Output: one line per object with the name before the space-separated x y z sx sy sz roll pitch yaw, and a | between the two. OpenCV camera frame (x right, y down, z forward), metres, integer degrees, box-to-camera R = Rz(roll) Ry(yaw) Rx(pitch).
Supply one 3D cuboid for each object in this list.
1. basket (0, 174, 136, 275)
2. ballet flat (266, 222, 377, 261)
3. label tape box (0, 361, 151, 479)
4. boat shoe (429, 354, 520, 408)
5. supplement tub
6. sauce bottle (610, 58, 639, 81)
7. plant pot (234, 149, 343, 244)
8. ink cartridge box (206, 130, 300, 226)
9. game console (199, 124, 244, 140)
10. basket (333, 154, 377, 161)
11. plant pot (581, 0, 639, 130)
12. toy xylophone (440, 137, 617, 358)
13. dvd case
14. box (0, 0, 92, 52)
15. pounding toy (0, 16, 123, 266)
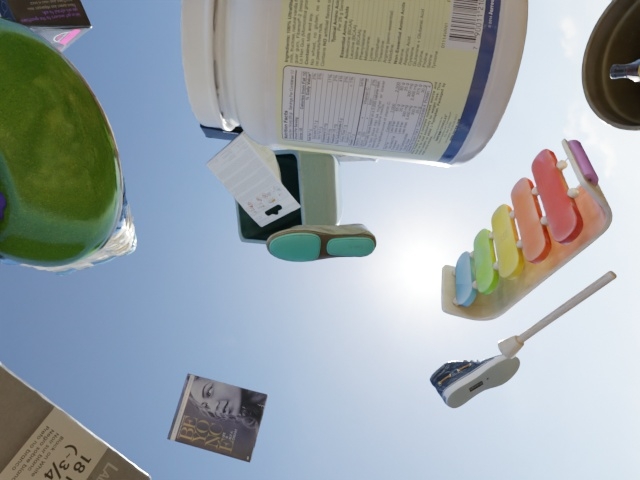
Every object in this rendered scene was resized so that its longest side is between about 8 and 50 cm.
basket | -0.382 -0.082 0.617 0.201 0.289 0.255 -18 -113 -16
ballet flat | 0.000 0.000 0.834 0.213 0.068 0.072 0 -59 -16
label tape box | -0.316 0.258 0.470 0.334 0.240 0.106 59 -142 -29
boat shoe | 0.324 0.276 0.941 0.183 0.083 0.065 -25 -66 -7
supplement tub | 0.031 -0.216 0.509 0.235 0.324 0.236 -174 90 -89
sauce bottle | 0.573 -0.294 0.764 0.042 0.128 0.042 -9 -73 -31
plant pot | -0.064 -0.132 1.236 0.252 0.247 0.247 -19 -70 -50
ink cartridge box | -0.130 -0.125 0.904 0.179 0.145 0.045 49 -132 -18
game console | -0.176 -0.244 0.917 0.122 0.107 0.071 6 -95 -3
basket | 0.015 -0.436 1.510 0.331 0.328 0.267 10 -94 -63
plant pot | 0.804 -0.399 0.957 0.280 0.323 0.323 -3 -99 -18
toy xylophone | 0.300 0.019 0.653 0.081 0.323 0.236 25 -147 -7
dvd case | -0.260 0.448 1.128 0.018 0.221 0.165 80 -157 -72
box | -0.571 -0.489 0.803 0.143 0.165 0.270 -36 -69 -51
pounding toy | -0.263 -0.042 0.302 0.183 0.236 0.110 67 -152 -14
